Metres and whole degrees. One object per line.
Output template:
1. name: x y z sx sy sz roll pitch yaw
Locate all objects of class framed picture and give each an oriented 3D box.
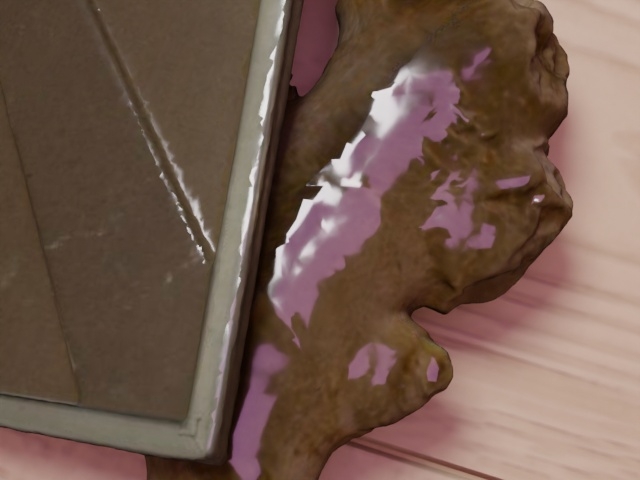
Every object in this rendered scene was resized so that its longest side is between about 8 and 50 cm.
1. framed picture: -0.119 -0.089 0.385 0.241 0.020 0.324 4 79 19

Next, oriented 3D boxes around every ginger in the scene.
1. ginger: 0.001 -0.002 0.379 0.166 0.080 0.333 25 85 21
